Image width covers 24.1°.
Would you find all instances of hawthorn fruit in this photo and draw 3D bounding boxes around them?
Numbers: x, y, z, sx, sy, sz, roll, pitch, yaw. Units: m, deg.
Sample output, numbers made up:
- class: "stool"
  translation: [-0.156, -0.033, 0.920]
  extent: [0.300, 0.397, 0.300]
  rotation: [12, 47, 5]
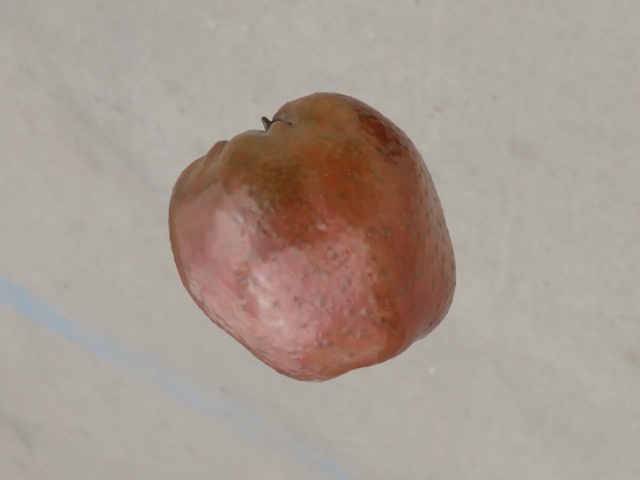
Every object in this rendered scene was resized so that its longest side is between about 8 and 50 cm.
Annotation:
- class: "hawthorn fruit"
  translation: [0.000, 0.000, 0.954]
  extent: [0.189, 0.189, 0.189]
  rotation: [30, 147, 22]
